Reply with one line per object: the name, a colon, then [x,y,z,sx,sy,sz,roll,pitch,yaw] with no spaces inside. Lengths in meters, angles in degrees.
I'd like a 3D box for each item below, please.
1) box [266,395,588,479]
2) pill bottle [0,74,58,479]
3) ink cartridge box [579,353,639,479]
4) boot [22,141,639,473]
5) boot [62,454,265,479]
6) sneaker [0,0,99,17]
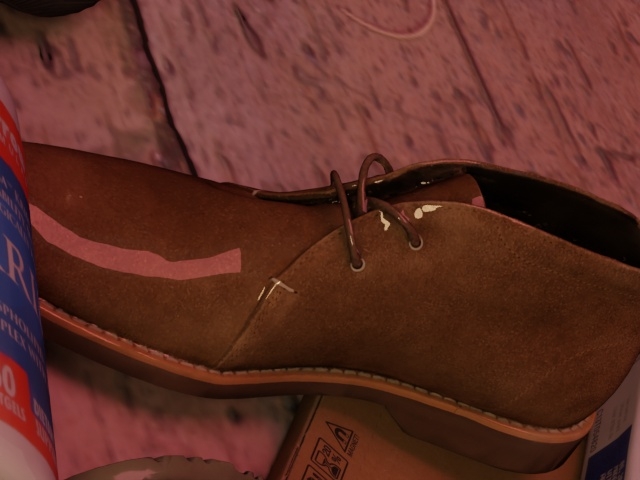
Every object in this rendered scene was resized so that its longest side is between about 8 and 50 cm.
box: [0.058,0.113,0.840,0.164,0.021,0.201,42,31,-10]
pill bottle: [-0.149,0.003,0.603,0.124,0.124,0.221,22,40,-36]
ink cartridge box: [0.219,0.146,0.925,0.224,0.045,0.223,38,33,-11]
boot: [0.000,0.000,0.782,0.305,0.115,0.112,15,39,-26]
boot: [-0.012,0.183,0.611,0.190,0.076,0.208,34,36,-49]
sneaker: [-0.231,-0.280,0.774,0.257,0.169,0.447,22,-23,38]
